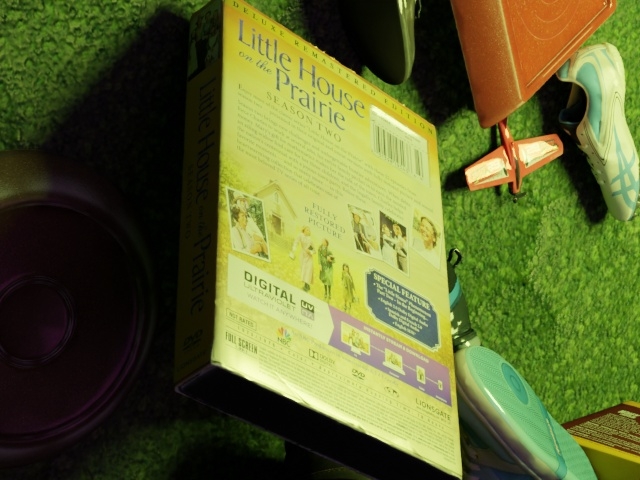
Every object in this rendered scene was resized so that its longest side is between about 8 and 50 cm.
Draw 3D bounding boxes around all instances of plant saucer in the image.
[{"bbox_3d":[0.237,-0.288,1.627,0.258,0.048,0.259,-44,134,-32],"label":"plant saucer"},{"bbox_3d":[-0.276,0.071,1.406,0.311,0.050,0.310,-8,105,-33],"label":"plant saucer"}]

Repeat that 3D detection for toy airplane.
[{"bbox_3d":[0.210,-0.113,1.717,0.151,0.028,0.151,-9,106,-35],"label":"toy airplane"}]

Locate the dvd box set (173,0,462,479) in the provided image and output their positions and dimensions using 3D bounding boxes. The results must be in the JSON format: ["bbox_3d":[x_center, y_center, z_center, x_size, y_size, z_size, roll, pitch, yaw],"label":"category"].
[{"bbox_3d":[0.000,0.000,1.418,0.308,0.062,0.420,29,45,-36],"label":"dvd box set"}]

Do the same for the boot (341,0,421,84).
[{"bbox_3d":[0.128,-0.313,1.577,0.229,0.091,0.263,-25,120,-35],"label":"boot"}]

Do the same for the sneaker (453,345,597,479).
[{"bbox_3d":[0.165,0.254,1.667,0.208,0.127,0.319,-28,129,17],"label":"sneaker"}]

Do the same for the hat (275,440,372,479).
[{"bbox_3d":[0.030,0.243,1.565,0.331,0.331,0.134,13,60,-37],"label":"hat"}]

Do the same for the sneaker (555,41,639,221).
[{"bbox_3d":[0.326,-0.122,1.776,0.086,0.085,0.237,-17,122,4],"label":"sneaker"}]

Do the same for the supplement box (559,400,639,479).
[{"bbox_3d":[0.395,0.294,1.827,0.194,0.191,0.129,-10,107,-45],"label":"supplement box"}]

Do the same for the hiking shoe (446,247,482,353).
[{"bbox_3d":[0.031,0.095,1.608,0.304,0.113,0.132,-10,88,-36],"label":"hiking shoe"}]
